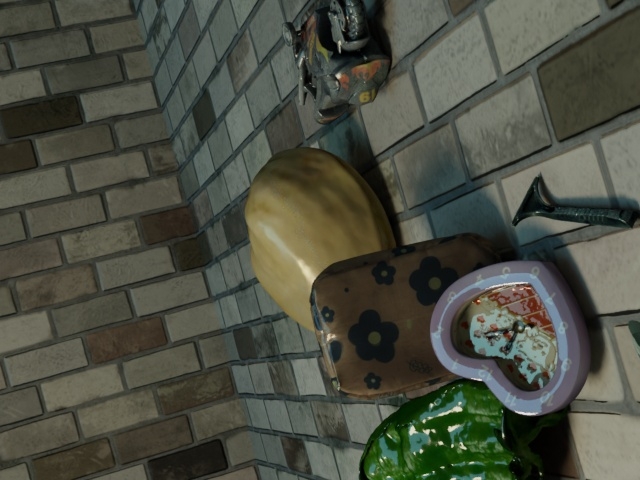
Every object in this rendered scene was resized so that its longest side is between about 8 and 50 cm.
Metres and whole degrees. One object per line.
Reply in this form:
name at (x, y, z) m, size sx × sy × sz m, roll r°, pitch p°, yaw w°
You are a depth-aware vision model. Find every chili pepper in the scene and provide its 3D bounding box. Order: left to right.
chili pepper at (0.206, 0.288, 1.428) m, size 0.213 × 0.167 × 0.385 m, roll 58°, pitch 148°, yaw 6°

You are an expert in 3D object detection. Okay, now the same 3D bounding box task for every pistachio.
pistachio at (0.000, 0.000, 1.729) m, size 0.238 × 0.229 × 0.321 m, roll -30°, pitch 80°, yaw 34°

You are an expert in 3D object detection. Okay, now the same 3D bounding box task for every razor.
razor at (0.281, -0.032, 1.157) m, size 0.066 × 0.033 × 0.190 m, roll -62°, pitch 23°, yaw -6°

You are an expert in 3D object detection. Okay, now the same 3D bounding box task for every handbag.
handbag at (0.118, 0.100, 1.410) m, size 0.193 × 0.251 × 0.190 m, roll 128°, pitch 128°, yaw -89°

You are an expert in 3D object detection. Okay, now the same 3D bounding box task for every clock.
clock at (0.235, 0.102, 1.250) m, size 0.198 × 0.064 × 0.172 m, roll 30°, pitch 102°, yaw 32°

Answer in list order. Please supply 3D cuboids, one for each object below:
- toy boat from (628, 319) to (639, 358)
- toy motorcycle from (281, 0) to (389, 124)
toy boat at (0.339, 0.081, 1.051) m, size 0.105 × 0.034 × 0.149 m, roll -165°, pitch 61°, yaw -68°
toy motorcycle at (0.024, -0.274, 1.623) m, size 0.307 × 0.108 × 0.173 m, roll 150°, pitch 100°, yaw -74°
